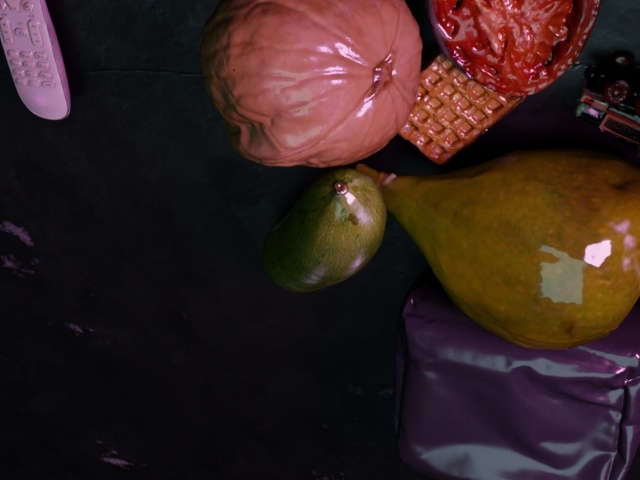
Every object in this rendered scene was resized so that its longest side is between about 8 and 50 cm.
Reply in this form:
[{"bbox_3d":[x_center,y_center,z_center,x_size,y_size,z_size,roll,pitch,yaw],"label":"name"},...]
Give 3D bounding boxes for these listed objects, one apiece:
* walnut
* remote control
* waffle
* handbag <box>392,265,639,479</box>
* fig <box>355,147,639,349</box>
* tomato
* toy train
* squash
[{"bbox_3d":[-0.013,-0.174,1.017,0.228,0.228,0.228,12,134,12],"label":"walnut"},{"bbox_3d":[-0.342,-0.249,1.199,0.073,0.044,0.229,9,125,23],"label":"remote control"},{"bbox_3d":[0.140,-0.154,1.083,0.102,0.042,0.148,38,134,-13],"label":"waffle"},{"bbox_3d":[0.250,0.181,1.248,0.301,0.178,0.275,12,122,20],"label":"handbag"},{"bbox_3d":[0.219,-0.017,1.095,0.314,0.233,0.233,35,146,38],"label":"fig"},{"bbox_3d":[0.179,-0.234,0.966,0.166,0.082,0.174,15,130,4],"label":"tomato"},{"bbox_3d":[0.323,-0.131,1.025,0.137,0.050,0.087,24,139,1],"label":"toy train"},{"bbox_3d":[0.000,0.000,1.161,0.107,0.107,0.395,30,163,-6],"label":"squash"}]
